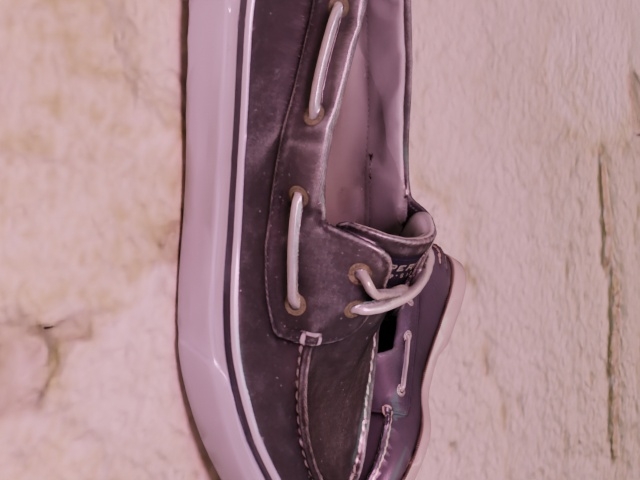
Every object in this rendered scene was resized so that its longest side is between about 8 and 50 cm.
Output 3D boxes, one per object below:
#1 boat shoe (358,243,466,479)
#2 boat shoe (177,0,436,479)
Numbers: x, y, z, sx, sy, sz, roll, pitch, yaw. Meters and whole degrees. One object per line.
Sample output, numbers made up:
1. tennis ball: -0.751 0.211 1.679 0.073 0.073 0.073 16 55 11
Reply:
1. boat shoe: 0.029 0.084 0.983 0.065 0.075 0.206 37 57 -29
2. boat shoe: 0.000 0.000 0.859 0.121 0.119 0.335 -24 112 -57
